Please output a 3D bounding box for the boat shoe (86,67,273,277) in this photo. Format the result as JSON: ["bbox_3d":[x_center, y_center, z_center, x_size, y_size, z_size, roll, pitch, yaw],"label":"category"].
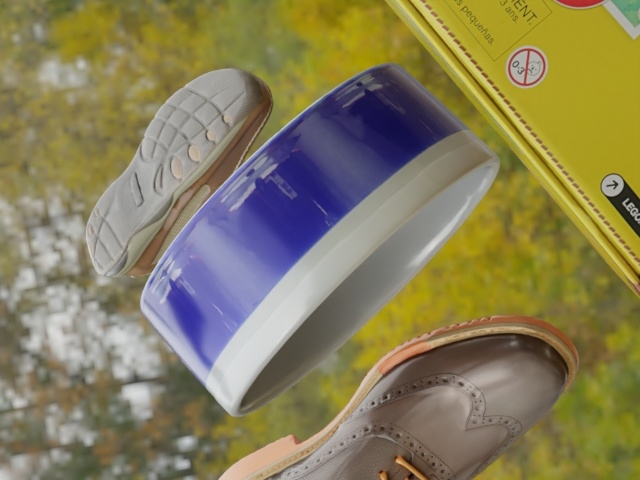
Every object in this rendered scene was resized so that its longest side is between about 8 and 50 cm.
[{"bbox_3d":[-0.143,-0.072,2.085,0.116,0.324,0.123,14,-134,-35],"label":"boat shoe"}]

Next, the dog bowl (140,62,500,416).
[{"bbox_3d":[0.000,0.000,1.320,0.104,0.265,0.265,46,-179,10],"label":"dog bowl"}]

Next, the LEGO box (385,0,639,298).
[{"bbox_3d":[0.175,-0.252,0.984,0.500,0.372,0.193,48,-175,-20],"label":"LEGO box"}]

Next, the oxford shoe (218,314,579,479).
[{"bbox_3d":[0.055,0.189,1.440,0.130,0.364,0.132,40,-150,-21],"label":"oxford shoe"}]
